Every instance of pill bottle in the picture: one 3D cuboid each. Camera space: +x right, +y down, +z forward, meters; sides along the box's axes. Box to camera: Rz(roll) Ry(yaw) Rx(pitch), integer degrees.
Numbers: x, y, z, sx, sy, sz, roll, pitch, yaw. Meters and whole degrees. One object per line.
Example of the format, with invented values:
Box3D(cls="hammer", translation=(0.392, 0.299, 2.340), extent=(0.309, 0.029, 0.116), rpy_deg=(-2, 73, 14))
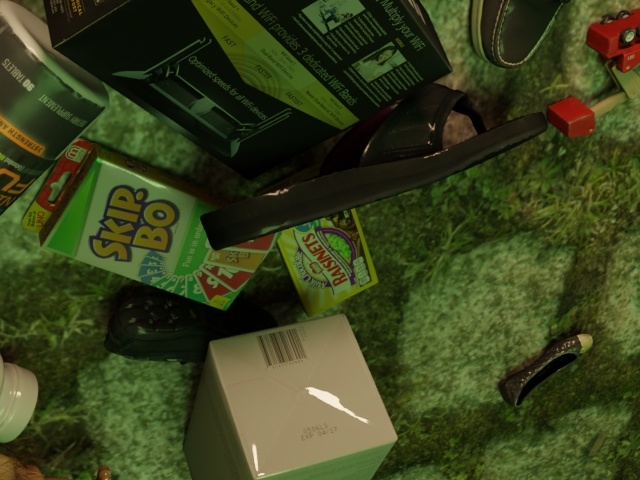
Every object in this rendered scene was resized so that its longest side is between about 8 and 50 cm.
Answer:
Box3D(cls="pill bottle", translation=(-0.398, 0.147, 0.969), extent=(0.112, 0.112, 0.186), rpy_deg=(-48, 133, 11))
Box3D(cls="pill bottle", translation=(-0.316, -0.083, 0.824), extent=(0.245, 0.130, 0.130), rpy_deg=(-43, 133, 8))

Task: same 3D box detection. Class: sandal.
Box3D(cls="sandal", translation=(0.073, -0.102, 1.004), extent=(0.445, 0.167, 0.107), rpy_deg=(-19, 92, -30))

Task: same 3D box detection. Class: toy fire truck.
Box3D(cls="toy fire truck", translation=(0.380, -0.217, 1.162), extent=(0.192, 0.047, 0.135), rpy_deg=(-20, 132, -15))

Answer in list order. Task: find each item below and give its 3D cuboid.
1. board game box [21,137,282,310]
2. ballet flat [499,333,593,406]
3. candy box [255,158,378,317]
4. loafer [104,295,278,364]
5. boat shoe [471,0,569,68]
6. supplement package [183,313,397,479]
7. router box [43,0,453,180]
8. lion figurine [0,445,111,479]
Box3D(cls="board game box", translation=(-0.179, -0.012, 1.009), extent=(0.259, 0.039, 0.124), rpy_deg=(24, 114, -32))
Box3D(cls="ballet flat", translation=(0.364, 0.207, 1.477), extent=(0.173, 0.049, 0.057), rpy_deg=(-35, 134, -1))
Box3D(cls="candy box", translation=(0.000, 0.000, 1.133), extent=(0.105, 0.027, 0.206), rpy_deg=(-25, 132, -5))
Box3D(cls="loafer", translation=(-0.150, 0.109, 1.109), extent=(0.223, 0.076, 0.078), rpy_deg=(7, 140, -37))
Box3D(cls="boat shoe", translation=(0.249, -0.308, 0.987), extent=(0.102, 0.092, 0.285), rpy_deg=(4, 122, -31))
Box3D(cls="supplement package", translation=(-0.052, 0.251, 1.144), extent=(0.177, 0.175, 0.293), rpy_deg=(-10, 147, -23))
Box3D(cls="router box", translation=(-0.049, -0.187, 0.822), extent=(0.242, 0.081, 0.309), rpy_deg=(-26, 153, 17))
Box3D(cls="lion figurine", translation=(-0.381, 0.374, 1.139), extent=(0.240, 0.142, 0.392), rpy_deg=(-2, 129, -19))
